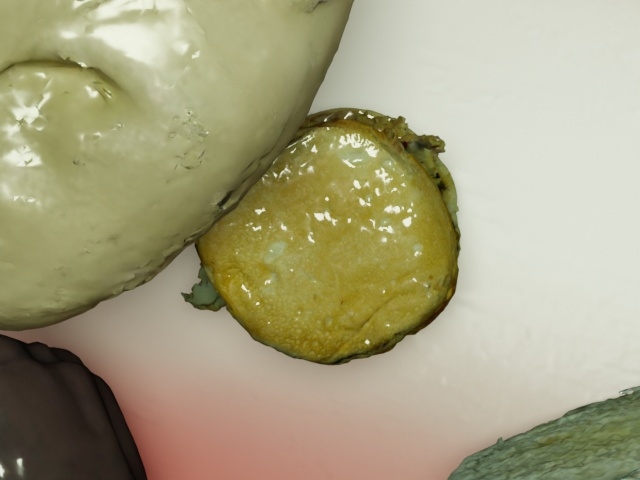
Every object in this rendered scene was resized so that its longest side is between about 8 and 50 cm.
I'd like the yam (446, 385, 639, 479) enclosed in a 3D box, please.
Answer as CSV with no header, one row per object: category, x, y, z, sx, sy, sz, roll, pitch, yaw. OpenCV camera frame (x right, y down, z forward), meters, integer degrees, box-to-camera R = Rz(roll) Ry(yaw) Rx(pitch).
yam,0.196,0.244,0.694,0.241,0.241,0.348,-5,91,10

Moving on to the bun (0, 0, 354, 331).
bun,-0.139,-0.130,0.699,0.362,0.326,0.234,-43,116,14

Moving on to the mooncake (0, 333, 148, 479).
mooncake,-0.241,0.151,0.736,0.283,0.283,0.141,-23,81,9

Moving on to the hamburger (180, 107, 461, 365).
hamburger,0.000,0.000,0.776,0.185,0.131,0.159,-24,100,10
